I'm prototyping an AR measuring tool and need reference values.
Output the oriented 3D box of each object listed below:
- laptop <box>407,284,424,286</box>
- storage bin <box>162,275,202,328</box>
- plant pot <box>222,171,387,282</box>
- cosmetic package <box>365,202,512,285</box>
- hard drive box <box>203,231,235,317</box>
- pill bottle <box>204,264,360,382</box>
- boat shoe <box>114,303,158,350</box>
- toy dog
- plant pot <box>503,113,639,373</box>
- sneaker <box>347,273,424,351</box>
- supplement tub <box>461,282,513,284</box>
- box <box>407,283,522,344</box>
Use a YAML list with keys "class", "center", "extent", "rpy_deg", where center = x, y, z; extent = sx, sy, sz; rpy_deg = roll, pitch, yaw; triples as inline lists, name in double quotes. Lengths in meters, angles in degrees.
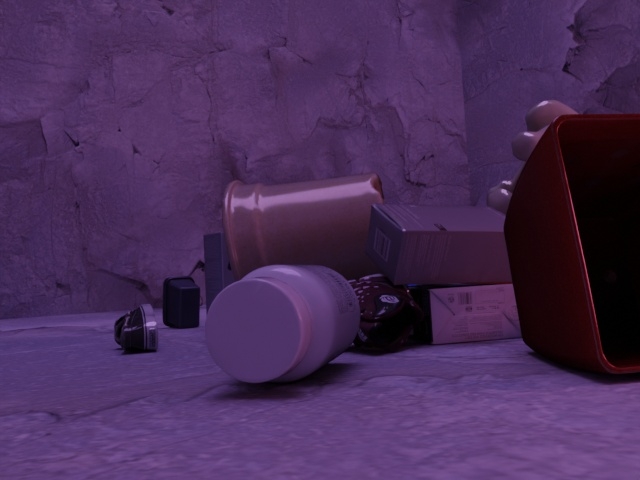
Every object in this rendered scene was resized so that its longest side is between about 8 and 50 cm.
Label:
- class: "laptop"
  center: [0.199, 0.058, 1.371]
  extent: [0.234, 0.137, 0.264]
  rpy_deg: [-31, -24, -51]
- class: "storage bin"
  center: [-0.348, 0.166, 1.570]
  extent: [0.098, 0.135, 0.091]
  rpy_deg: [-1, 7, -32]
- class: "plant pot"
  center: [0.000, 0.000, 1.272]
  extent: [0.306, 0.333, 0.334]
  rpy_deg: [-13, -5, 9]
- class: "cosmetic package"
  center: [0.209, 0.004, 1.004]
  extent: [0.238, 0.107, 0.127]
  rpy_deg: [-3, 24, -21]
- class: "hard drive box"
  center: [-0.187, 0.096, 1.497]
  extent: [0.181, 0.232, 0.089]
  rpy_deg: [-1, -3, -41]
- class: "pill bottle"
  center: [-0.038, 0.092, 0.694]
  extent: [0.131, 0.131, 0.229]
  rpy_deg: [-4, -3, 14]
- class: "boat shoe"
  center: [-0.346, 0.160, 1.121]
  extent: [0.070, 0.077, 0.219]
  rpy_deg: [-1, -2, -20]
- class: "toy dog"
  center: [0.518, -0.064, 1.174]
  extent: [0.396, 0.284, 0.408]
  rpy_deg: [32, 21, 1]
- class: "plant pot"
  center: [0.363, 0.021, 0.725]
  extent: [0.267, 0.267, 0.235]
  rpy_deg: [-2, -15, -10]
- class: "sneaker"
  center: [0.022, 0.120, 0.904]
  extent: [0.282, 0.106, 0.162]
  rpy_deg: [-14, 15, -10]
- class: "supplement tub"
  center: [0.499, 0.070, 1.447]
  extent: [0.338, 0.207, 0.207]
  rpy_deg: [0, -4, -41]
- class: "box"
  center: [0.212, 0.123, 1.079]
  extent: [0.169, 0.087, 0.290]
  rpy_deg: [-2, -3, -15]
